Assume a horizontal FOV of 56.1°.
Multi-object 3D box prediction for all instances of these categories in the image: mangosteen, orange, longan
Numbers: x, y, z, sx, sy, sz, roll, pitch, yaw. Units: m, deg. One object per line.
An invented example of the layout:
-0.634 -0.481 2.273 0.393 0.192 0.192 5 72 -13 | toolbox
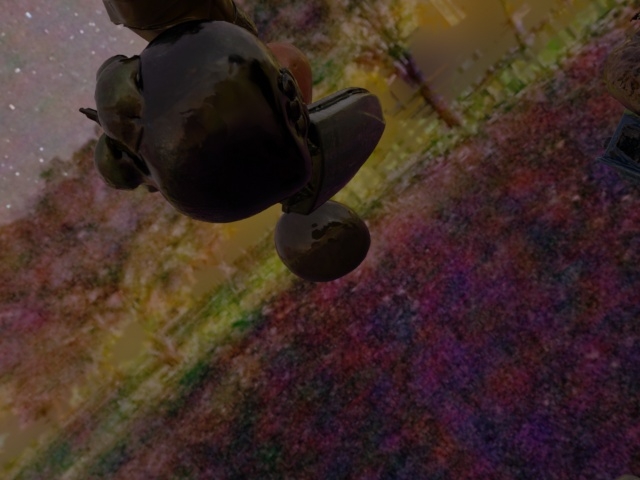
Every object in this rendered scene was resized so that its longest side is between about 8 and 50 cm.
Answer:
-0.129 -0.121 0.647 0.243 0.243 0.243 -42 6 5 | mangosteen
-0.105 -0.335 1.367 0.224 0.170 0.224 3 -90 -83 | orange
0.000 0.000 1.294 0.212 0.198 0.198 9 35 25 | longan

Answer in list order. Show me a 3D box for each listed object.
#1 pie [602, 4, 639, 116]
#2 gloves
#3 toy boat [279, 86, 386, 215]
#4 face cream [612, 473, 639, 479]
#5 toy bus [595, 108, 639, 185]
0.499 -0.284 0.777 0.308 0.085 0.308 -51 19 24 | pie
-0.200 -0.327 0.721 0.154 0.331 0.141 12 71 34 | gloves
0.023 -0.150 0.892 0.319 0.092 0.141 -41 -36 -53 | toy boat
0.550 0.636 1.136 0.357 0.219 0.312 -49 -15 -6 | face cream
0.618 -0.181 1.044 0.312 0.152 0.190 -5 -59 -52 | toy bus
